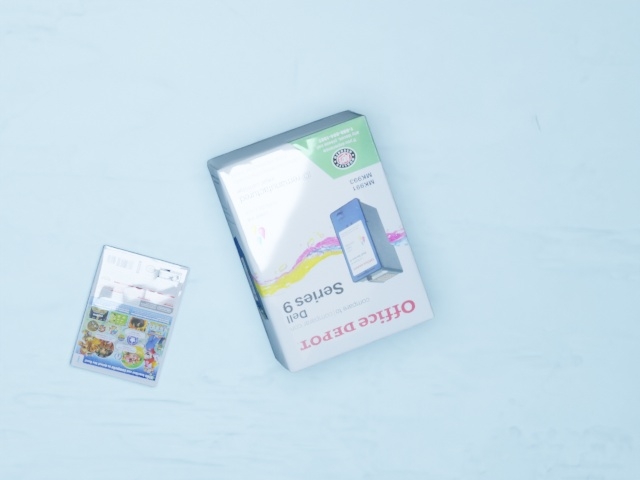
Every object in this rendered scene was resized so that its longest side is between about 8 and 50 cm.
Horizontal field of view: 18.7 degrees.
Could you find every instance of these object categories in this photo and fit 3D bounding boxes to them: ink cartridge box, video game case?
[{"bbox_3d":[0.000,0.000,1.872,0.154,0.093,0.212,-20,101,-8],"label":"ink cartridge box"},{"bbox_3d":[-0.185,0.073,1.889,0.087,0.011,0.122,16,93,-12],"label":"video game case"}]
